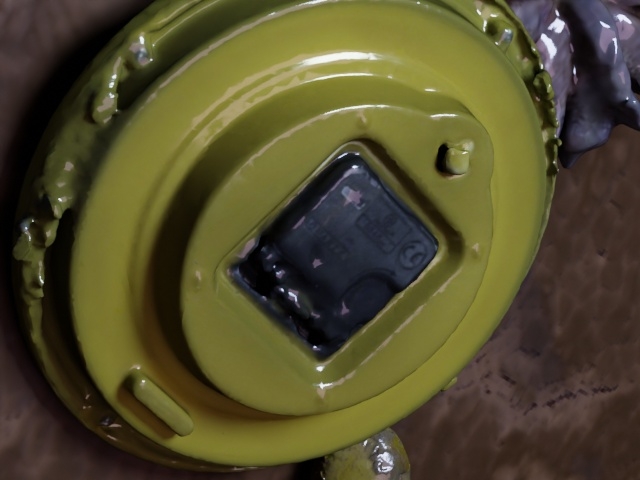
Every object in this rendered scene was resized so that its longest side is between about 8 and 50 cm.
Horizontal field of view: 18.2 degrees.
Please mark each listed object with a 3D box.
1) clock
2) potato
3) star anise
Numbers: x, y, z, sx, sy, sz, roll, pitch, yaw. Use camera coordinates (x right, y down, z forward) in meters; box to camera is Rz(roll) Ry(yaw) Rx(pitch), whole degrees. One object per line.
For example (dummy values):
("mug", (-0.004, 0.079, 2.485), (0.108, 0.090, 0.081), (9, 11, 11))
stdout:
("clock", (0.000, 0.000, 0.760), (0.237, 0.057, 0.237), (-14, 123, -22))
("potato", (0.016, 0.123, 0.865), (0.046, 0.045, 0.092), (-55, 150, -63))
("star anise", (0.097, -0.107, 0.828), (0.195, 0.065, 0.182), (-29, 119, -20))
